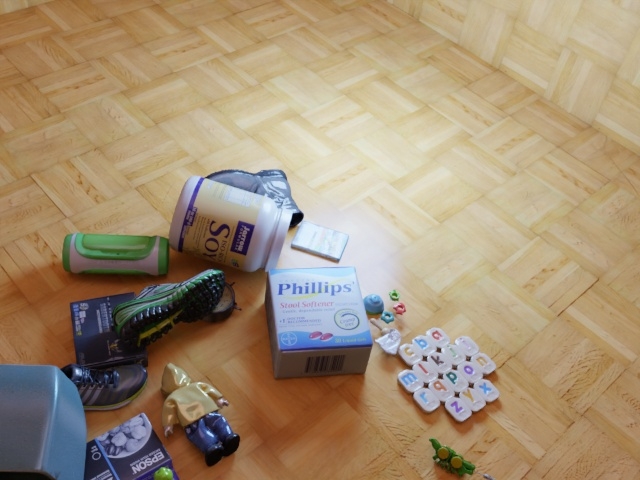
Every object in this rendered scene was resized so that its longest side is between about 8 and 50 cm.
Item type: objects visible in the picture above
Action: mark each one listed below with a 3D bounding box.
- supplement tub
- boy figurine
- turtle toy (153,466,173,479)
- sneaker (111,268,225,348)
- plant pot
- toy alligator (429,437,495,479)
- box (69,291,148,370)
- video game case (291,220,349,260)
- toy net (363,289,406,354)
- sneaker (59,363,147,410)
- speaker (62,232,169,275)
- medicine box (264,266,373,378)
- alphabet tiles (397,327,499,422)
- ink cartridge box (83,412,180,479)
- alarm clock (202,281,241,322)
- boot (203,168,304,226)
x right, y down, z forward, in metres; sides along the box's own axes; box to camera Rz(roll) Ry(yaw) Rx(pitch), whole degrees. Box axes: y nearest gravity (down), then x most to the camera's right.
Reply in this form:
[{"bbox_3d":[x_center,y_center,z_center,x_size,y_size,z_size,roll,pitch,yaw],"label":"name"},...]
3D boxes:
[{"bbox_3d":[-0.271,-0.042,2.124,0.331,0.241,0.241,17,46,-4],"label":"supplement tub"},{"bbox_3d":[-0.331,0.435,1.779,0.177,0.092,0.285,-29,56,-31],"label":"boy figurine"},{"bbox_3d":[-0.359,0.597,1.627,0.095,0.066,0.130,-8,56,-20],"label":"turtle toy"},{"bbox_3d":[-0.415,0.156,1.924,0.343,0.134,0.146,-25,45,-31],"label":"sneaker"},{"bbox_3d":[-0.669,0.419,1.573,0.247,0.247,0.253,1,60,3],"label":"plant pot"},{"bbox_3d":[0.351,0.578,1.788,0.189,0.056,0.051,31,92,18],"label":"toy alligator"},{"bbox_3d":[-0.585,0.258,1.926,0.183,0.059,0.233,-8,48,-18],"label":"box"},{"bbox_3d":[0.000,0.000,2.300,0.166,0.015,0.119,17,46,7],"label":"video game case"},{"bbox_3d":[0.202,0.249,2.080,0.122,0.045,0.232,-1,48,-13],"label":"toy net"},{"bbox_3d":[-0.591,0.368,1.776,0.299,0.121,0.111,-11,50,-19],"label":"sneaker"},{"bbox_3d":[-0.605,0.042,2.083,0.296,0.131,0.131,2,46,-7],"label":"speaker"},{"bbox_3d":[-0.013,0.229,1.987,0.263,0.149,0.289,-2,48,-11],"label":"medicine box"},{"bbox_3d":[0.362,0.380,1.995,0.284,0.021,0.278,-24,55,-28],"label":"alphabet tiles"},{"bbox_3d":[-0.471,0.549,1.679,0.206,0.045,0.208,-25,57,-29],"label":"ink cartridge box"},{"bbox_3d":[-0.334,0.180,2.039,0.191,0.064,0.129,-5,48,-17],"label":"alarm clock"},{"bbox_3d":[-0.237,-0.127,2.314,0.337,0.118,0.223,-10,51,-15],"label":"boot"}]
